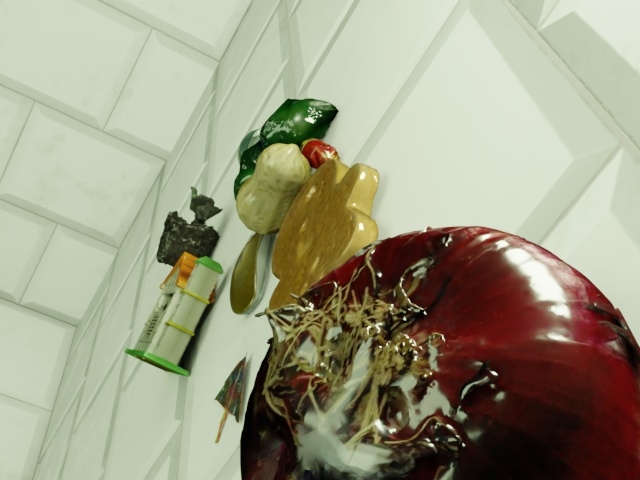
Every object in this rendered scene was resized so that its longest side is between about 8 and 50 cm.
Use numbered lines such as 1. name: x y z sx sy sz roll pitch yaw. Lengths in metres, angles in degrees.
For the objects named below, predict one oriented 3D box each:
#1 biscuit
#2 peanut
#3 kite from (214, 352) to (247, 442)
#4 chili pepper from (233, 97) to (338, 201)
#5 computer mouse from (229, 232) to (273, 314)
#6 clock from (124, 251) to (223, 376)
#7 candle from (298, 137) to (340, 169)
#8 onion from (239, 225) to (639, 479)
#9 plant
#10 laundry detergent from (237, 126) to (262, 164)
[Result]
1. biscuit: 0.002 0.001 1.271 0.275 0.052 0.355 -59 17 11
2. peanut: -0.083 -0.088 1.479 0.236 0.120 0.110 121 136 -58
3. kite: -0.150 0.266 1.422 0.159 0.010 0.190 -69 17 -5
4. chili pepper: -0.083 -0.179 1.606 0.264 0.116 0.148 -48 -10 28
5. computer mouse: -0.130 0.048 1.586 0.102 0.045 0.199 -43 29 43
6. clock: -0.309 0.160 1.857 0.255 0.106 0.220 -65 19 -14
7. candle: -0.001 -0.148 1.468 0.052 0.052 0.131 -64 20 4
8. onion: 0.092 0.136 0.621 0.314 0.232 0.313 -27 42 28
9. plant: -0.313 -0.024 2.038 0.203 0.131 0.142 -67 15 -9
10. laundry detergent: -0.120 -0.205 1.831 0.099 0.070 0.226 -61 17 -9
